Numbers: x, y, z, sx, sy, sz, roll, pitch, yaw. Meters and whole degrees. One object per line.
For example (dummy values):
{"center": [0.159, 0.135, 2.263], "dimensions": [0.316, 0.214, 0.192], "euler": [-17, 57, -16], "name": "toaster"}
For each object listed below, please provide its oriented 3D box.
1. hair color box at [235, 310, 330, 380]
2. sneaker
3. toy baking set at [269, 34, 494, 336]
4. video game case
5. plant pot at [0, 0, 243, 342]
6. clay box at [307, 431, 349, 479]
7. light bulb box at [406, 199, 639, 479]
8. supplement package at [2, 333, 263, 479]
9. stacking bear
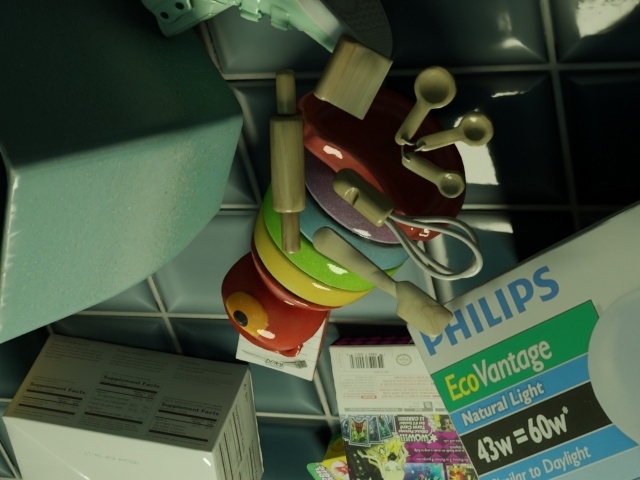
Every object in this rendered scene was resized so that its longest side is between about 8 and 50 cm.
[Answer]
{"center": [-0.035, 0.072, 1.583], "dimensions": [0.093, 0.053, 0.167], "euler": [16, 133, 4], "name": "hair color box"}
{"center": [-0.062, -0.218, 1.291], "dimensions": [0.256, 0.094, 0.151], "euler": [41, 127, -5], "name": "sneaker"}
{"center": [0.047, -0.045, 1.233], "dimensions": [0.196, 0.030, 0.256], "euler": [7, 104, 18], "name": "toy baking set"}
{"center": [0.134, 0.207, 1.596], "dimensions": [0.232, 0.042, 0.210], "euler": [-4, 103, 23], "name": "video game case"}
{"center": [-0.218, -0.095, 1.337], "dimensions": [0.252, 0.247, 0.248], "euler": [-14, 146, -27], "name": "plant pot"}
{"center": [0.105, 0.273, 1.718], "dimensions": [0.222, 0.053, 0.127], "euler": [-17, 123, 33], "name": "clay box"}
{"center": [0.330, 0.144, 1.283], "dimensions": [0.358, 0.225, 0.361], "euler": [-32, 80, 39], "name": "light bulb box"}
{"center": [-0.220, 0.250, 1.753], "dimensions": [0.261, 0.145, 0.204], "euler": [8, 133, 14], "name": "supplement package"}
{"center": [0.000, 0.000, 1.403], "dimensions": [0.175, 0.164, 0.289], "euler": [43, 127, 6], "name": "stacking bear"}
